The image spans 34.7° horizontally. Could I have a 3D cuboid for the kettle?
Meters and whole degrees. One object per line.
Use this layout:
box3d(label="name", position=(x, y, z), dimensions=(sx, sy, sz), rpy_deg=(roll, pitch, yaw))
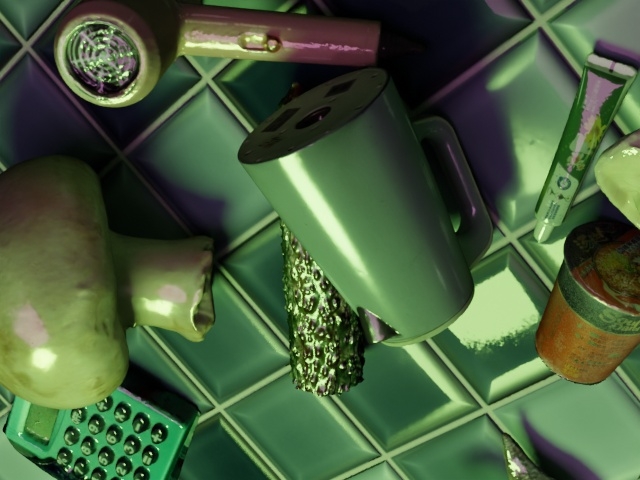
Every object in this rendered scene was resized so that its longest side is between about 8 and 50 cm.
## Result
box3d(label="kettle", position=(0.064, -0.040, 0.999), dimensions=(0.160, 0.210, 0.243), rpy_deg=(-3, 127, 49))

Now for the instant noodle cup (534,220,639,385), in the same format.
box3d(label="instant noodle cup", position=(0.278, 0.070, 1.020), dimensions=(0.127, 0.127, 0.136), rpy_deg=(25, 134, 9))

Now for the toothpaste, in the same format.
box3d(label="toothpaste", position=(0.247, -0.082, 0.991), dimensions=(0.049, 0.031, 0.204), rpy_deg=(22, 124, 10))

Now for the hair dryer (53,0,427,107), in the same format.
box3d(label="hair dryer", position=(-0.068, -0.199, 0.995), dimensions=(0.344, 0.189, 0.107), rpy_deg=(4, 119, 6))

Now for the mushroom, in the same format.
box3d(label="mushroom", position=(-0.267, 0.042, 1.194), dimensions=(0.290, 0.297, 0.298), rpy_deg=(-8, 122, -13))

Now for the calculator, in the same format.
box3d(label="calculator", position=(-0.317, 0.266, 1.443), dimensions=(0.274, 0.058, 0.248), rpy_deg=(30, 127, 5))

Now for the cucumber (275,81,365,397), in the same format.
box3d(label="cucumber", position=(0.000, 0.000, 1.122), dimensions=(0.096, 0.096, 0.359), rpy_deg=(9, 119, 20))

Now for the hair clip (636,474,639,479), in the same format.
box3d(label="hair clip", position=(0.415, 0.194, 1.060), dimensions=(0.159, 0.071, 0.218), rpy_deg=(40, 123, 2))

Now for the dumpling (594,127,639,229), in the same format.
box3d(label="dumpling", position=(0.407, -0.020, 0.902), dimensions=(0.318, 0.187, 0.243), rpy_deg=(25, 166, 19))

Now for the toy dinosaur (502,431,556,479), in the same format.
box3d(label="toy dinosaur", position=(0.262, 0.356, 1.221), dimensions=(0.162, 0.077, 0.294), rpy_deg=(-29, 118, 31))
